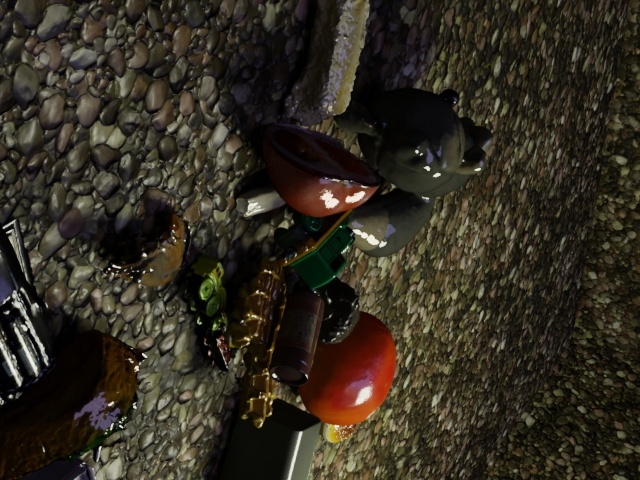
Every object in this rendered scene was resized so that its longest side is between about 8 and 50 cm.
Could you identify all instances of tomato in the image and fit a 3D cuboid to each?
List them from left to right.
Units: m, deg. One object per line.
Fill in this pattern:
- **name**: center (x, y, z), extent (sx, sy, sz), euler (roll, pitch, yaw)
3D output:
- **tomato**: center (-0.018, -0.113, 1.667), extent (0.228, 0.199, 0.112), euler (12, 118, -37)
- **tomato**: center (0.064, 0.284, 2.108), extent (0.260, 0.180, 0.259), euler (-44, 147, -39)

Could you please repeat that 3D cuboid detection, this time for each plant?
- **plant**: center (0.005, 0.132, 1.942), extent (0.131, 0.142, 0.203), euler (-56, 163, -2)

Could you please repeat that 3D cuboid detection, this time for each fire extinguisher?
- **fire extinguisher**: center (-0.035, 0.133, 1.770), extent (0.106, 0.075, 0.252), euler (79, 21, -53)

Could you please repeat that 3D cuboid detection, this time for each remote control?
- **remote control**: center (-0.421, 0.057, 1.176), extent (0.144, 0.062, 0.398), euler (-48, 146, -31)

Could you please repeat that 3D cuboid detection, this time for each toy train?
- **toy train**: center (-0.184, 0.133, 1.687), extent (0.085, 0.053, 0.249), euler (-55, 151, -33)
- **toy train**: center (0.000, 0.000, 1.785), extent (0.091, 0.136, 0.228), euler (-31, -173, 36)

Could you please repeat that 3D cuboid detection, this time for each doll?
- **doll**: center (0.171, -0.127, 1.919), extent (0.382, 0.252, 0.378), euler (7, 104, -55)

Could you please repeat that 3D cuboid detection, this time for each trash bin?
- **trash bin**: center (-0.104, 0.454, 1.953), extent (0.122, 0.164, 0.240), euler (-8, 117, -59)

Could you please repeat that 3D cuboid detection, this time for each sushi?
- **sushi**: center (-0.346, 0.248, 1.383), extent (0.287, 0.149, 0.140), euler (-55, 155, -32)

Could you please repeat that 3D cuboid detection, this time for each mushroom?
- **mushroom**: center (-0.075, -0.080, 1.722), extent (0.202, 0.054, 0.059), euler (-17, 126, -50)

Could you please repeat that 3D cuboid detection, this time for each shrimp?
- **shrimp**: center (-0.268, 0.009, 1.438), extent (0.262, 0.066, 0.117), euler (18, 80, -77)

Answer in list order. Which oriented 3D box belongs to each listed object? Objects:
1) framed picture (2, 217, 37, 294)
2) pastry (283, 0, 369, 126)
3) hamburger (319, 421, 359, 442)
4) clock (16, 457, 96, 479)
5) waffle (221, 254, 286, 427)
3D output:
- **framed picture**: center (-0.446, 0.094, 1.239), extent (0.195, 0.010, 0.199), euler (-40, 142, -41)
- **pastry**: center (0.015, -0.318, 1.667), extent (0.121, 0.089, 0.258), euler (6, 103, -49)
- **hamburger**: center (0.050, 0.414, 2.282), extent (0.141, 0.081, 0.126), euler (-27, 133, -50)
- **clock**: center (-0.413, 0.433, 1.486), extent (0.145, 0.073, 0.193), euler (-40, 143, -41)
- **waffle**: center (-0.113, 0.171, 1.766), extent (0.259, 0.069, 0.292), euler (-70, 162, -49)
